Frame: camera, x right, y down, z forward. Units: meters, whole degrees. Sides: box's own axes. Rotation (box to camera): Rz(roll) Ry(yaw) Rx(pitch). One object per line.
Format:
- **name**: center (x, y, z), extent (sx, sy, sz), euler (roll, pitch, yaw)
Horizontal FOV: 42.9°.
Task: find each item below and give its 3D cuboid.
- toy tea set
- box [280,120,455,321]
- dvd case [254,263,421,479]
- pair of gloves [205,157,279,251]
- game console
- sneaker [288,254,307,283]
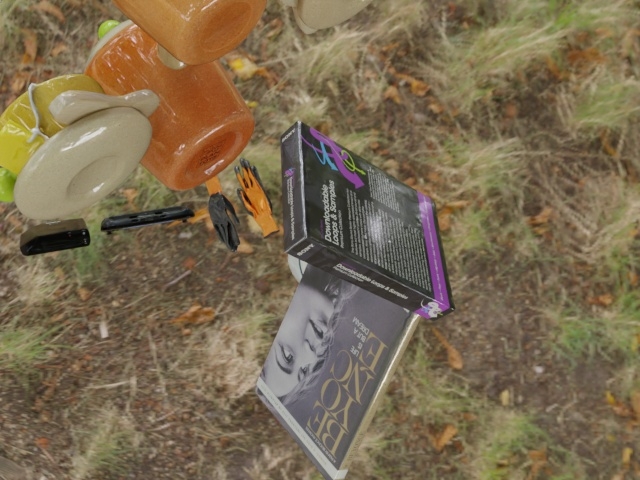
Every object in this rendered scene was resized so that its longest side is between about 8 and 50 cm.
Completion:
- **toy tea set**: center (-0.066, -0.159, 0.469), extent (0.124, 0.336, 0.200), euler (50, 20, 12)
- **box**: center (0.037, -0.013, 0.647), extent (0.162, 0.029, 0.116), euler (28, 43, -35)
- **dvd case**: center (0.011, 0.119, 0.862), extent (0.018, 0.164, 0.221), euler (4, 117, -41)
- **pair of gloves**: center (-0.074, -0.031, 0.725), extent (0.010, 0.083, 0.074), euler (-21, 91, -44)
- **game console**: center (-0.444, -0.027, 1.722), extent (0.361, 0.213, 0.044), euler (-10, 101, -16)
- **sneaker**: center (0.000, 0.000, 1.404), extent (0.094, 0.091, 0.258), euler (-50, 148, -34)
